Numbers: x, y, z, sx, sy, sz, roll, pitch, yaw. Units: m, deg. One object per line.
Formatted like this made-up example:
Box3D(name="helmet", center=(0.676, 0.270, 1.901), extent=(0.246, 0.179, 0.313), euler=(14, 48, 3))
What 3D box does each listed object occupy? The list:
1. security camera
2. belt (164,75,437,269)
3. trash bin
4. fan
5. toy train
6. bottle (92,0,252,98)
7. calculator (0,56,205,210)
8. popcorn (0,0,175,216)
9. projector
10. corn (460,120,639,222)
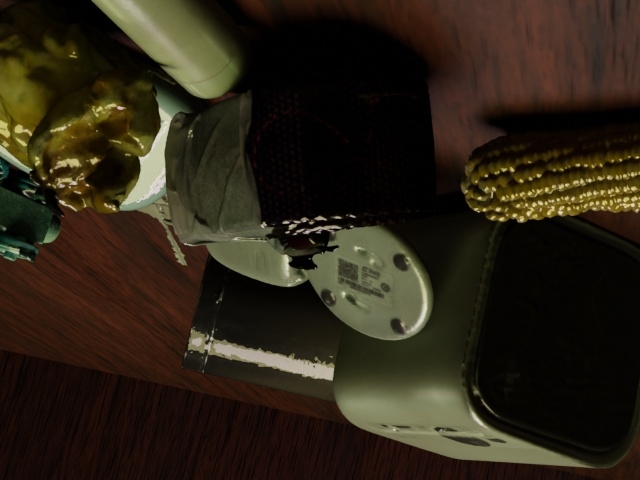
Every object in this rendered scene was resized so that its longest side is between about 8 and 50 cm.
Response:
Box3D(name="security camera", center=(0.000, 0.000, 1.440), extent=(0.301, 0.080, 0.157), euler=(23, 134, 28))
Box3D(name="belt", center=(-0.023, -0.054, 1.197), extent=(0.184, 0.164, 0.289), euler=(-8, -178, -34))
Box3D(name="trash bin", center=(-0.013, 0.103, 1.775), extent=(0.301, 0.203, 0.252), euler=(15, 123, -4))
Box3D(name="fan", center=(-0.204, -0.035, 1.730), extent=(0.190, 0.009, 0.329), euler=(18, 159, 16))
Box3D(name="toy train", center=(-0.453, -0.047, 1.813), extent=(0.163, 0.112, 0.203), euler=(9, 165, 44))
Box3D(name="bottle", center=(-0.124, -0.183, 1.065), extent=(0.072, 0.072, 0.201), euler=(7, 163, 24))
Box3D(name="calculator", center=(-0.219, -0.110, 1.331), extent=(0.295, 0.042, 0.184), euler=(26, 132, -22))
Box3D(name="popcorn", center=(-0.217, -0.123, 1.164), extent=(0.168, 0.173, 0.195), euler=(59, 179, -29))
Box3D(name="projector", center=(0.193, 0.108, 1.498), extent=(0.248, 0.248, 0.249), euler=(22, 164, -28))
Box3D(name="corn", center=(0.246, -0.060, 1.155), extent=(0.288, 0.087, 0.086), euler=(-2, 158, 41))
